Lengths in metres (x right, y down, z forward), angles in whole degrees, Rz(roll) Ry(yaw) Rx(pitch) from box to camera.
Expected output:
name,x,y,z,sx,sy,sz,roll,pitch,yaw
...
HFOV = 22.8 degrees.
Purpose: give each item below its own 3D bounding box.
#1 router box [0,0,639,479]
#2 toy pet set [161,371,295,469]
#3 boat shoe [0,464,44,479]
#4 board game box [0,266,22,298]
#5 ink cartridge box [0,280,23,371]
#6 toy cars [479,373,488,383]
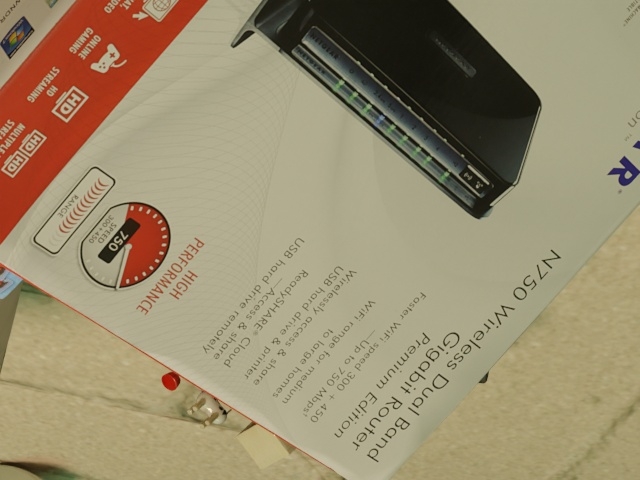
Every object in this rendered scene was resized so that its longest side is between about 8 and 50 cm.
name,x,y,z,sx,sy,sz,roll,pitch,yaw
router box,0.027,-0.085,0.711,0.335,0.082,0.301,-49,128,6
toy pet set,-0.044,0.115,1.258,0.122,0.065,0.114,-34,95,42
boat shoe,-0.319,0.267,1.524,0.227,0.079,0.081,-13,152,36
board game box,-0.122,-0.079,0.852,0.039,0.160,0.211,27,143,-20
ink cartridge box,-0.334,0.056,1.112,0.212,0.154,0.093,2,147,9
toy cars,0.000,0.000,1.021,0.176,0.087,0.394,-9,152,45
